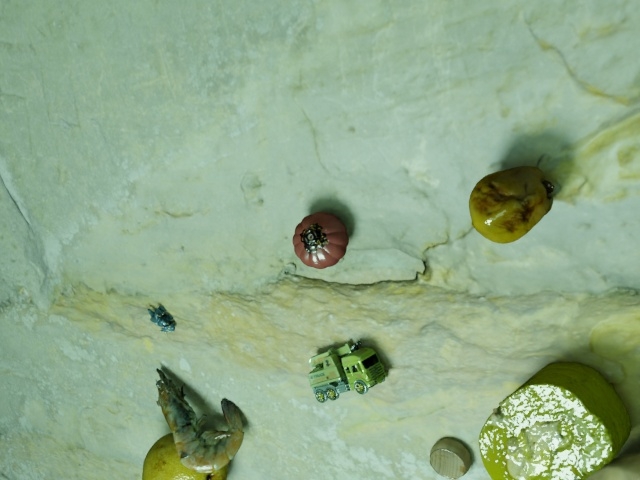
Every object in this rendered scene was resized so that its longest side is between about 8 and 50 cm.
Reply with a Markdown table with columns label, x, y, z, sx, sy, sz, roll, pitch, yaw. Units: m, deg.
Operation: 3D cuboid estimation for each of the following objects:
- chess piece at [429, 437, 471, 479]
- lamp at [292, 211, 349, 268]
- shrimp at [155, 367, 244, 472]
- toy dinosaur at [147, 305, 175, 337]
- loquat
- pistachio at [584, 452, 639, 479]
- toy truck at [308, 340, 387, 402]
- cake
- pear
| label | x | y | z | sx | sy | sz | roll | pitch | yaw |
| --- | --- | --- | --- | --- | --- | --- | --- | --- | --- |
| chess piece | 0.261 | 0.438 | 1.560 | 0.083 | 0.038 | 0.084 | 13 | 119 | 25 |
| lamp | 0.000 | 0.000 | 1.448 | 0.107 | 0.092 | 0.108 | -4 | 79 | 23 |
| shrimp | -0.290 | 0.406 | 1.847 | 0.296 | 0.169 | 0.058 | 58 | 168 | 27 |
| toy dinosaur | -0.374 | 0.187 | 1.821 | 0.083 | 0.030 | 0.047 | 46 | 127 | 3 |
| loquat | 0.298 | -0.058 | 1.211 | 0.137 | 0.137 | 0.113 | -41 | 64 | 40 |
| pistachio | 0.534 | 0.464 | 1.291 | 0.230 | 0.230 | 0.309 | 38 | 146 | 8 |
| toy truck | 0.046 | 0.264 | 1.577 | 0.168 | 0.077 | 0.100 | -23 | 88 | 41 |
| cake | 0.394 | 0.330 | 1.346 | 0.179 | 0.156 | 0.260 | 54 | 126 | 16 |
| pear | -0.324 | 0.567 | 1.892 | 0.208 | 0.209 | 0.209 | 15 | 122 | 25 |
